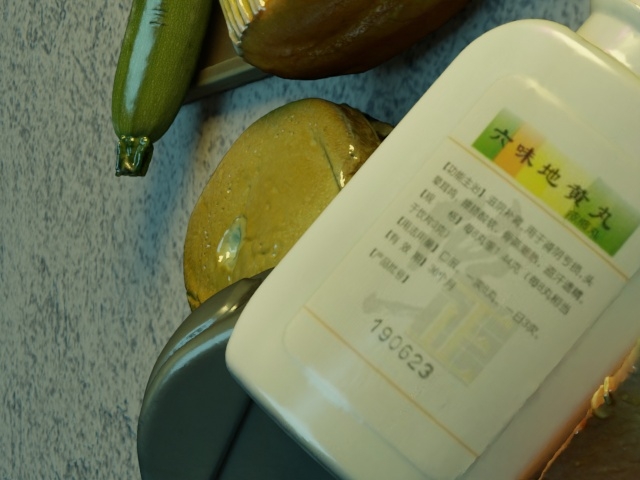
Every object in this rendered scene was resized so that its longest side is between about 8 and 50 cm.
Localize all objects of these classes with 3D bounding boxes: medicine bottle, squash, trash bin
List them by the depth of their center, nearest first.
[{"bbox_3d":[0.112,-0.003,0.904,0.179,0.124,0.324,40,92,21],"label":"medicine bottle"},{"bbox_3d":[0.005,0.128,1.040,0.101,0.236,0.177,-60,-6,-68],"label":"trash bin"},{"bbox_3d":[-0.126,-0.175,1.367,0.066,0.066,0.252,32,110,52],"label":"squash"}]

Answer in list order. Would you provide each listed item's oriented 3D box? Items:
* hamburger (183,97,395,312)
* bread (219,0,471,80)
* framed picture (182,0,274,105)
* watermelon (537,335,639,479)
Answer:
[{"bbox_3d":[0.000,0.000,1.164,0.189,0.122,0.215,-59,38,19],"label":"hamburger"},{"bbox_3d":[0.020,-0.183,1.140,0.190,0.132,0.114,-33,64,29],"label":"bread"},{"bbox_3d":[-0.055,-0.348,1.380,0.326,0.028,0.446,-10,76,54],"label":"framed picture"},{"bbox_3d":[0.170,0.133,0.899,0.128,0.159,0.303,-81,13,-47],"label":"watermelon"}]
